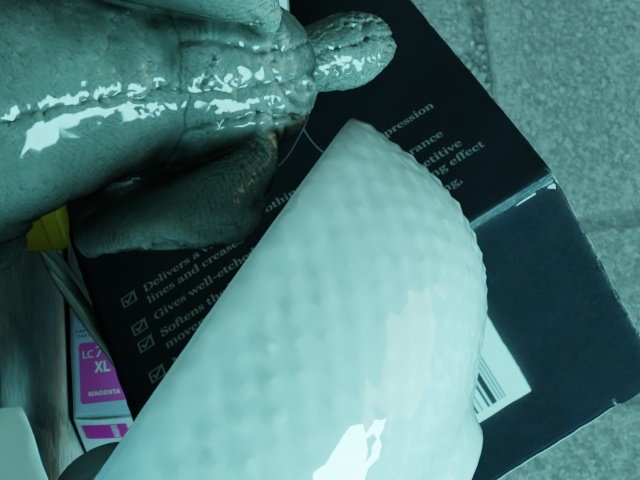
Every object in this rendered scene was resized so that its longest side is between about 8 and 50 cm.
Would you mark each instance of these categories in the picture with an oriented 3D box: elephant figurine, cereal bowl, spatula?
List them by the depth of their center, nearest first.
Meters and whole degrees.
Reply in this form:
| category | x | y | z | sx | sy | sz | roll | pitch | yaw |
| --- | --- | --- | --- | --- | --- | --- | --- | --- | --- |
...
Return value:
| category | x | y | z | sx | sy | sz | roll | pitch | yaw |
| --- | --- | --- | --- | --- | --- | --- | --- | --- | --- |
| elephant figurine | -0.075 | -0.072 | 0.706 | 0.169 | 0.240 | 0.186 | 89 | -5 | -52 |
| cereal bowl | -0.025 | 0.117 | 0.772 | 0.339 | 0.141 | 0.339 | -55 | -178 | 3 |
| spatula | -0.132 | 0.095 | 1.151 | 0.242 | 0.019 | 0.168 | 57 | -9 | -21 |

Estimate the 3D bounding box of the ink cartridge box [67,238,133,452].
| category | x | y | z | sx | sy | sz | roll | pitch | yaw |
| --- | --- | --- | --- | --- | --- | --- | --- | --- | --- |
| ink cartridge box | -0.190 | 0.045 | 1.458 | 0.185 | 0.065 | 0.311 | 91 | -4 | -65 |

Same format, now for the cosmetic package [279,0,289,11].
| category | x | y | z | sx | sy | sz | roll | pitch | yaw |
| --- | --- | --- | --- | --- | --- | --- | --- | --- | --- |
| cosmetic package | -0.100 | -0.206 | 1.052 | 0.151 | 0.152 | 0.183 | -99 | -174 | -79 |

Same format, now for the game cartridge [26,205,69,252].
| category | x | y | z | sx | sy | sz | roll | pitch | yaw |
| --- | --- | --- | --- | --- | --- | --- | --- | --- | --- |
| game cartridge | -0.194 | -0.191 | 0.989 | 0.285 | 0.053 | 0.323 | 91 | -8 | -68 |

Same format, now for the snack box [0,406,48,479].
| category | x | y | z | sx | sy | sz | roll | pitch | yaw |
| --- | --- | --- | --- | --- | --- | --- | --- | --- | --- |
| snack box | -0.102 | 0.244 | 0.557 | 0.187 | 0.060 | 0.321 | -128 | -146 | -59 |

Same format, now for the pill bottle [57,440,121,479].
| category | x | y | z | sx | sy | sz | roll | pitch | yaw |
| --- | --- | --- | --- | --- | --- | --- | --- | --- | --- |
| pill bottle | -0.115 | 0.224 | 1.015 | 0.229 | 0.131 | 0.131 | -118 | -157 | -66 |

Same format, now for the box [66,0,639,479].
| category | x | y | z | sx | sy | sz | roll | pitch | yaw |
| --- | --- | --- | --- | --- | --- | --- | --- | --- | --- |
| box | 0.000 | 0.000 | 1.148 | 0.212 | 0.294 | 0.395 | 55 | 4 | -39 |
